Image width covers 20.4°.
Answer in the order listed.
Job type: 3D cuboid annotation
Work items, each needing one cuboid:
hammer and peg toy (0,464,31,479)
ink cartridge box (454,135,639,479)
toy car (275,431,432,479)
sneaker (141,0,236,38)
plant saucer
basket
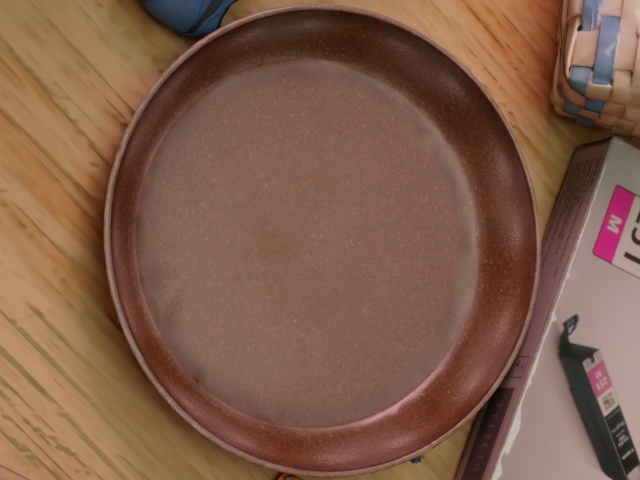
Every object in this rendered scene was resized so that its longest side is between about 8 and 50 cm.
[{"bbox_3d":[-0.193,0.295,1.039,0.266,0.127,0.361,41,72,-13],"label":"hammer and peg toy"},{"bbox_3d":[0.246,0.100,1.276,0.239,0.060,0.275,26,77,-18],"label":"ink cartridge box"},{"bbox_3d":[0.021,0.154,1.185,0.122,0.040,0.060,-44,103,-19],"label":"toy car"},{"bbox_3d":[-0.036,-0.218,1.137,0.082,0.069,0.209,31,110,-28],"label":"sneaker"},{"bbox_3d":[0.000,0.000,1.184,0.310,0.050,0.311,2,86,-24],"label":"plant saucer"},{"bbox_3d":[0.312,-0.170,1.227,0.289,0.201,0.255,9,83,9],"label":"basket"}]
